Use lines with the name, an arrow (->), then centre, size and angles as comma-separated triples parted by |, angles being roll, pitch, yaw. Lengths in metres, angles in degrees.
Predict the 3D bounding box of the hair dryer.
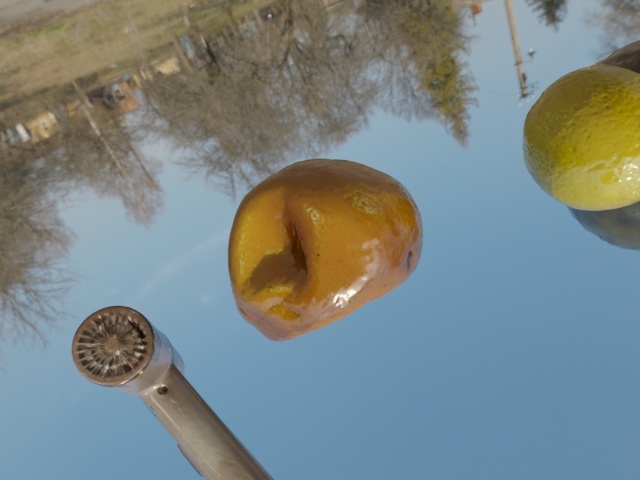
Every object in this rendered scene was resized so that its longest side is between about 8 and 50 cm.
hair dryer -> -0.084, 0.154, 0.396 | 0.054, 0.220, 0.195 | -44, 174, -20

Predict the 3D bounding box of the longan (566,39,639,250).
longan -> 0.606, -0.161, 0.869 | 0.391, 0.391, 0.391 | -20, -156, 9

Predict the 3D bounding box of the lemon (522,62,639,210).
lemon -> 0.358, -0.126, 0.648 | 0.178, 0.178, 0.203 | -26, -121, -4

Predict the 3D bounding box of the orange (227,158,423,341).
orange -> 0.000, 0.000, 0.612 | 0.249, 0.183, 0.249 | -28, 176, -2
